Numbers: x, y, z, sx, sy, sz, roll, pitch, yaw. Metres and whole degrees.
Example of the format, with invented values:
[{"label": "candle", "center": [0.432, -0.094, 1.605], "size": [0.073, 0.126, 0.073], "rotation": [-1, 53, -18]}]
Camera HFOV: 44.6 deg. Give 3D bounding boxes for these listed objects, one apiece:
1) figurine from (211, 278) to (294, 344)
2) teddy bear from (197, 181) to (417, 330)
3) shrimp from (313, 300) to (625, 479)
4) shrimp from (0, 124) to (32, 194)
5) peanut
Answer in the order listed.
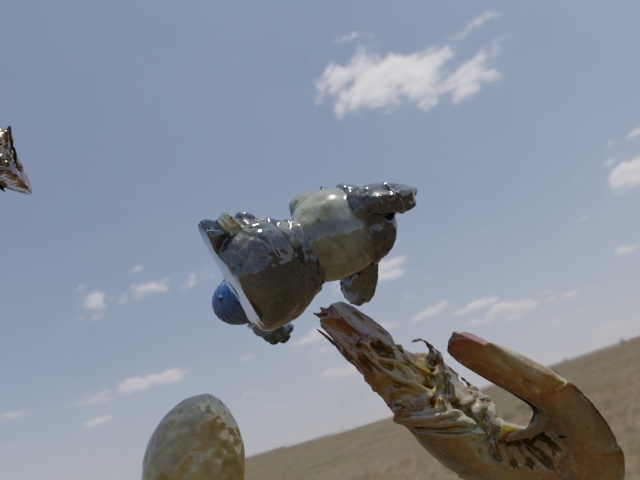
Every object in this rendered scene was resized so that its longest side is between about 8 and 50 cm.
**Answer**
[{"label": "figurine", "center": [-0.103, 0.109, 1.136], "size": [0.077, 0.136, 0.079], "rotation": [-14, 34, 40]}, {"label": "teddy bear", "center": [-0.011, 0.015, 0.934], "size": [0.250, 0.144, 0.171], "rotation": [-21, -52, -22]}, {"label": "shrimp", "center": [0.068, 0.075, 0.364], "size": [0.045, 0.162, 0.095], "rotation": [-53, 2, -25]}, {"label": "shrimp", "center": [-0.260, -0.071, 0.618], "size": [0.043, 0.091, 0.184], "rotation": [-48, 18, -13]}, {"label": "peanut", "center": [-0.167, 0.331, 0.933], "size": [0.149, 0.314, 0.149], "rotation": [13, 16, -4]}]
